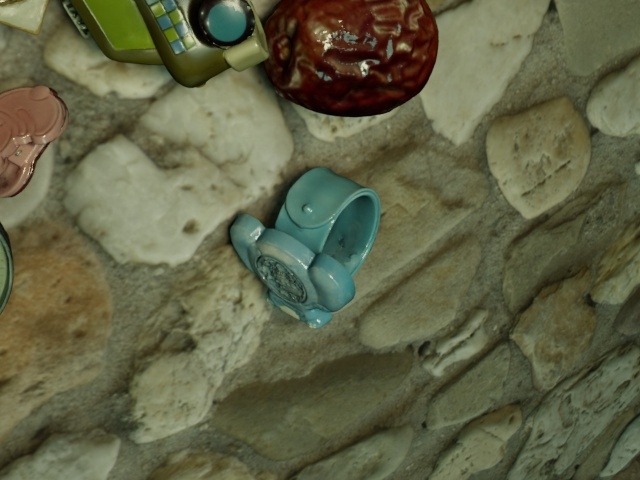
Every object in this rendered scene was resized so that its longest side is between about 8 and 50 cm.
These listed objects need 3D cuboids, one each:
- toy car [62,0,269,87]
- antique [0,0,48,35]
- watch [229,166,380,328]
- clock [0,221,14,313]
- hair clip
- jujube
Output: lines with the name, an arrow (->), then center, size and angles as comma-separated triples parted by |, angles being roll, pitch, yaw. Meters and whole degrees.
toy car -> -0.186, -0.283, 0.802 | 0.198, 0.204, 0.248 | -24, 126, 8
antique -> -0.334, -0.299, 0.699 | 0.146, 0.148, 0.152 | 13, 103, -34
watch -> 0.000, 0.000, 1.060 | 0.193, 0.210, 0.211 | -47, 131, -27
clock -> -0.477, 0.040, 0.839 | 0.225, 0.049, 0.226 | -14, 120, -25
hair clip -> -0.358, -0.121, 0.801 | 0.138, 0.123, 0.102 | -50, 158, 5
jujube -> 0.048, -0.252, 0.943 | 0.243, 0.183, 0.184 | -15, 121, -40
